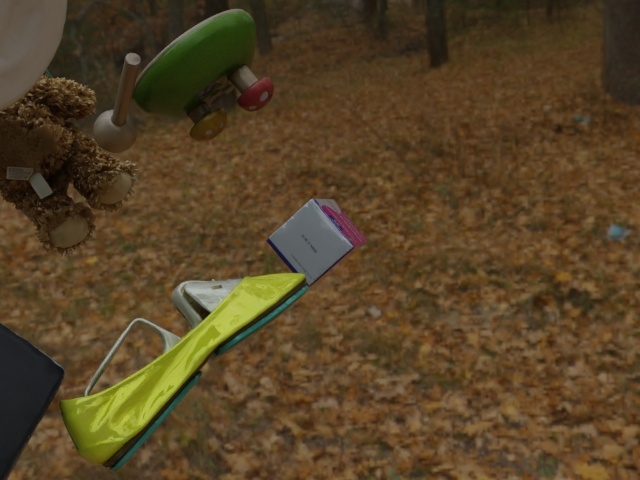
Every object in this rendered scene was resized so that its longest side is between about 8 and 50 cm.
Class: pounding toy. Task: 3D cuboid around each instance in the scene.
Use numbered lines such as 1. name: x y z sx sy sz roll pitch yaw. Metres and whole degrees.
1. pounding toy: -0.148 -0.177 1.003 0.237 0.110 0.183 -38 -1 -40

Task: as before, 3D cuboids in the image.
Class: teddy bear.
1. teddy bear: -0.410 -0.132 1.104 0.338 0.245 0.113 28 10 -24

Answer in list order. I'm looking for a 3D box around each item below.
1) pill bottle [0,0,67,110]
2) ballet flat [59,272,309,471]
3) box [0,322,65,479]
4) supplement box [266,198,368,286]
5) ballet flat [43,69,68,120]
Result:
1. pill bottle: -0.386 -0.230 0.671 0.318 0.176 0.176 22 24 20
2. ballet flat: -0.108 0.080 0.648 0.231 0.077 0.077 -42 0 -25
3. box: -0.417 0.213 0.577 0.395 0.212 0.294 -35 24 36
4. supplement box: 0.000 0.000 1.460 0.114 0.111 0.220 -41 -4 8
5. ballet flat: -0.524 -0.301 1.244 0.164 0.483 0.182 30 59 16
